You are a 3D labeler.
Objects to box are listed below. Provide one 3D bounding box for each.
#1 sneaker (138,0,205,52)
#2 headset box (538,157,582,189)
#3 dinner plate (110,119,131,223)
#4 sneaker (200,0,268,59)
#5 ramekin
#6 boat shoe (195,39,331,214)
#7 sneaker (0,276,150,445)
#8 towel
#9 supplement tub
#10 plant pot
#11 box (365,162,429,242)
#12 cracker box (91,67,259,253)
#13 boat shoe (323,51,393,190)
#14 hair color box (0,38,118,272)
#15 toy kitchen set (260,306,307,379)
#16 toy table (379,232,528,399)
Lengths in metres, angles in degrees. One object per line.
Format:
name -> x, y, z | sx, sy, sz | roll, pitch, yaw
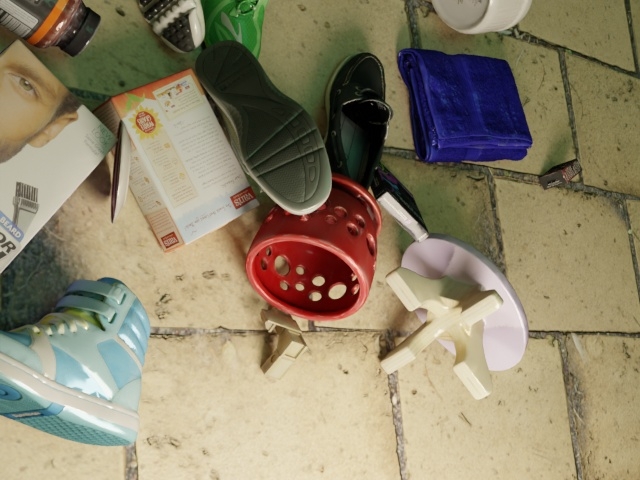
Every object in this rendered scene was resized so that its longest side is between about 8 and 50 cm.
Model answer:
sneaker -> -0.227, -0.432, 1.446 | 0.118, 0.110, 0.292 | -18, 89, -52
headset box -> 0.512, -0.140, 2.022 | 0.083, 0.062, 0.032 | -35, 100, -43
dinner plate -> -0.270, -0.092, 1.276 | 0.017, 0.141, 0.141 | 6, 72, -17
sneaker -> -0.120, -0.413, 1.491 | 0.109, 0.123, 0.295 | 5, 91, -31
ramekin -> 0.309, -0.508, 1.869 | 0.109, 0.207, 0.207 | -25, 94, -34
boat shoe -> -0.081, -0.160, 1.404 | 0.118, 0.103, 0.320 | -33, 65, -7
sneaker -> -0.329, 0.113, 1.149 | 0.319, 0.127, 0.208 | 45, 46, -51
towel -> 0.295, -0.267, 1.863 | 0.308, 0.076, 0.228 | -4, 81, -42
supplement tub -> -0.395, -0.329, 1.261 | 0.198, 0.106, 0.106 | 33, 58, -30
plant pot -> 0.000, 0.000, 1.443 | 0.191, 0.191, 0.174 | 42, 46, -24
box -> 0.129, -0.074, 1.631 | 0.116, 0.029, 0.162 | 43, 17, -24
cracker box -> -0.209, -0.118, 1.384 | 0.156, 0.067, 0.232 | -31, 97, -42
boat shoe -> 0.069, -0.200, 1.619 | 0.127, 0.113, 0.340 | 39, 55, -25
hair color box -> -0.425, -0.069, 1.155 | 0.185, 0.110, 0.339 | 46, 50, -19
toy kitchen set -> -0.078, 0.151, 1.441 | 0.068, 0.075, 0.083 | 25, 22, -37
toy table -> 0.224, 0.130, 1.583 | 0.274, 0.252, 0.161 | 42, 34, 4
